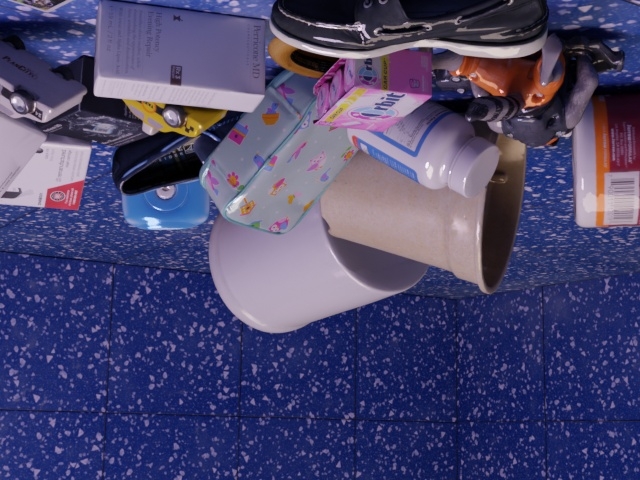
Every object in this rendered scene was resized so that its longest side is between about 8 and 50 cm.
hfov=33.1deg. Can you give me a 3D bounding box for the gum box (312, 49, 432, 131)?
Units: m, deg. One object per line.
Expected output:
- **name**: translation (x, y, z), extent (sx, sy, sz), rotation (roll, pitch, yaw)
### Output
- **gum box**: translation (0.065, -0.201, 1.455), extent (0.107, 0.062, 0.188), rotation (4, 169, -17)

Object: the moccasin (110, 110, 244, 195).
- **moccasin**: translation (-0.187, -0.143, 1.834), extent (0.342, 0.117, 0.138), rotation (-20, 130, 10)

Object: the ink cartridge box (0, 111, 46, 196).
- **ink cartridge box**: translation (-0.588, -0.169, 1.568), extent (0.198, 0.197, 0.270), rotation (42, -174, 23)

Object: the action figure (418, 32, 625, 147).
- **action figure**: translation (0.244, -0.209, 1.535), extent (0.341, 0.178, 0.330), rotation (-1, 169, 29)

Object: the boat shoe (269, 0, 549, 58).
- **boat shoe**: translation (0.105, -0.291, 1.291), extent (0.340, 0.127, 0.113), rotation (7, 141, 8)

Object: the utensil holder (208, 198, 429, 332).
- **utensil holder**: translation (0.000, 0.000, 2.251), extent (0.327, 0.328, 0.385), rotation (8, 161, -35)

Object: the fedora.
- **fedora**: translation (0.025, -0.276, 1.447), extent (0.194, 0.079, 0.194), rotation (1, 170, 0)

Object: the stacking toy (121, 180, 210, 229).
- **stacking toy**: translation (-0.325, -0.112, 2.273), extent (0.175, 0.166, 0.302), rotation (-2, -175, -8)

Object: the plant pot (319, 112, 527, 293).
- **plant pot**: translation (0.177, -0.096, 1.894), extent (0.305, 0.334, 0.334), rotation (9, 173, 21)

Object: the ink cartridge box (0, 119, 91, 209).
- **ink cartridge box**: translation (-0.546, -0.160, 1.874), extent (0.273, 0.114, 0.197), rotation (5, 146, -17)

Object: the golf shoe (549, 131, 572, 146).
- **golf shoe**: translation (0.380, -0.209, 1.728), extent (0.086, 0.067, 0.186), rotation (40, 166, 4)

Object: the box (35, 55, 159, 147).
- **box**: translation (-0.355, -0.221, 1.749), extent (0.158, 0.093, 0.156), rotation (10, 166, -39)

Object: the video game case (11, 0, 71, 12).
- **video game case**: translation (-0.370, -0.336, 1.320), extent (0.173, 0.022, 0.190), rotation (-10, 166, 44)

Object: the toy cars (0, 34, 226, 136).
- **toy cars**: translation (-0.331, -0.209, 1.558), extent (0.393, 0.176, 0.087), rotation (4, 133, -17)

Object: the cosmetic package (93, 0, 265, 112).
- **cosmetic package**: translation (-0.194, -0.253, 1.493), extent (0.231, 0.117, 0.085), rotation (3, 168, -15)

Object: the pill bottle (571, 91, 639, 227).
- **pill bottle**: translation (0.615, -0.136, 1.764), extent (0.392, 0.224, 0.224), rotation (-1, 169, 11)

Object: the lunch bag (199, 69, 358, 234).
- **lunch bag**: translation (-0.053, -0.140, 1.751), extent (0.279, 0.108, 0.224), rotation (-49, 153, 16)

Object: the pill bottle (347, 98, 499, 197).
- **pill bottle**: translation (0.160, -0.154, 1.669), extent (0.221, 0.124, 0.124), rotation (33, -174, 27)
